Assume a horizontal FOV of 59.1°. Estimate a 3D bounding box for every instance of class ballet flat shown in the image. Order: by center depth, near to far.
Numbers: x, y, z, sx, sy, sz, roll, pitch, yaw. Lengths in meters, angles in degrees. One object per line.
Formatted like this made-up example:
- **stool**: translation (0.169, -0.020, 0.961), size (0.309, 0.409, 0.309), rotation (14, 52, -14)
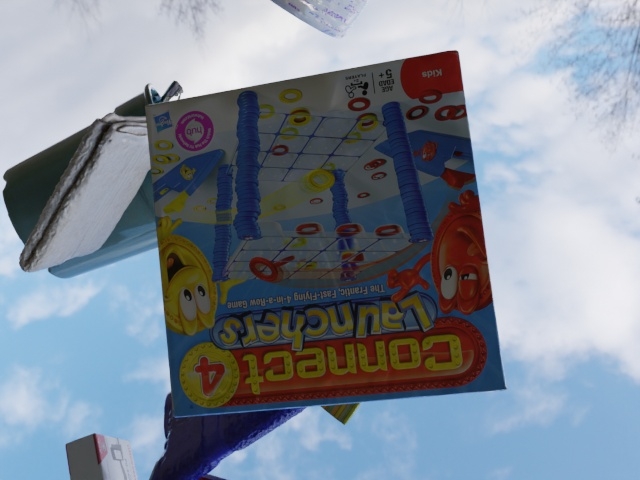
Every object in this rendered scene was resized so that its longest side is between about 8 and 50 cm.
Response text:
- **ballet flat**: translation (-0.329, -0.289, 1.194), size (0.041, 0.041, 0.114), rotation (23, -113, 33)

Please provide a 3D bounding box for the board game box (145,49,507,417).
- **board game box**: translation (0.000, 0.000, 0.550), size (0.308, 0.086, 0.302), rotation (-8, -95, 9)

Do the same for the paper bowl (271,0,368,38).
- **paper bowl**: translation (-0.047, -0.376, 0.648), size (0.148, 0.284, 0.284), rotation (-50, -145, 22)

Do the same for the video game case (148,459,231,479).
- **video game case**: translation (-0.251, 0.527, 0.927), size (0.204, 0.025, 0.285), rotation (-1, -123, 32)

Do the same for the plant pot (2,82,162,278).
- **plant pot**: translation (-0.427, -0.101, 1.167), size (0.334, 0.341, 0.341), rotation (-23, -139, -2)

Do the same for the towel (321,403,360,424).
- **towel**: translation (0.001, 0.383, 1.516), size (0.237, 0.102, 0.021), rotation (35, -168, 15)

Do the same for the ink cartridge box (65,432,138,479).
- **ink cartridge box**: translation (-0.408, 0.434, 1.067), size (0.063, 0.150, 0.109), rotation (-22, -115, -2)

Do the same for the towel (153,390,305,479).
- **towel**: translation (-0.139, 0.272, 0.955), size (0.308, 0.076, 0.228), rotation (-36, -152, 12)

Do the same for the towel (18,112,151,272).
- **towel**: translation (-0.352, -0.078, 0.888), size (0.049, 0.282, 0.187), rotation (38, -165, 3)
